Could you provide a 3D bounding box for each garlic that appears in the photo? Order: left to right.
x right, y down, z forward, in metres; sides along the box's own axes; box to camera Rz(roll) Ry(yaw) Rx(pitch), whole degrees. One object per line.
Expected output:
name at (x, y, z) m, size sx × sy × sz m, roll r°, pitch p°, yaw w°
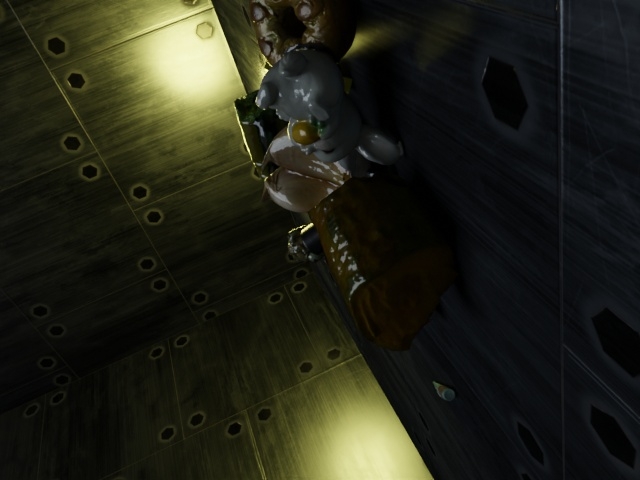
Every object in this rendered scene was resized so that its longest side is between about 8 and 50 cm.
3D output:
garlic at (0.000, -0.176, 1.407) m, size 0.313 × 0.249 × 0.286 m, roll 17°, pitch 169°, yaw 32°

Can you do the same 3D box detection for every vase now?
vase at (0.166, -0.074, 1.270) m, size 0.211 × 0.060 × 0.060 m, roll 67°, pitch 173°, yaw -21°

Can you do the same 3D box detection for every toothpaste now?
toothpaste at (0.372, 0.460, 1.663) m, size 0.205 × 0.036 × 0.056 m, roll 79°, pitch 167°, yaw -79°

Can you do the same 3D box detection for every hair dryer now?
hair dryer at (0.117, 0.040, 1.892) m, size 0.352 × 0.189 × 0.107 m, roll 44°, pitch -153°, yaw -19°

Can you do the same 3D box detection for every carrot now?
carrot at (0.134, 0.031, 1.113) m, size 0.241 × 0.241 × 0.341 m, roll 80°, pitch 165°, yaw -66°

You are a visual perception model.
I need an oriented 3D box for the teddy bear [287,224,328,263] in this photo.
teddy bear at (0.000, 0.000, 2.033) m, size 0.267 × 0.256 × 0.156 m, roll 75°, pitch 174°, yaw -51°

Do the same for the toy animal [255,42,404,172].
toy animal at (0.014, -0.244, 1.070) m, size 0.325 × 0.154 × 0.208 m, roll 24°, pitch 163°, yaw -37°

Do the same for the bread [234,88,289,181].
bread at (-0.154, -0.369, 1.937) m, size 0.251 × 0.208 × 0.377 m, roll -62°, pitch -36°, yaw -38°

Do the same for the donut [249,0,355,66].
donut at (-0.037, -0.434, 1.075) m, size 0.226 × 0.114 × 0.227 m, roll 30°, pitch 140°, yaw 29°

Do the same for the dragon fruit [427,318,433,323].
dragon fruit at (0.221, 0.151, 1.387) m, size 0.136 × 0.133 × 0.166 m, roll -47°, pitch 60°, yaw 36°

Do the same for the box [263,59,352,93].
box at (-0.038, -0.407, 1.336) m, size 0.279 × 0.153 × 0.041 m, roll -128°, pitch 49°, yaw -64°
